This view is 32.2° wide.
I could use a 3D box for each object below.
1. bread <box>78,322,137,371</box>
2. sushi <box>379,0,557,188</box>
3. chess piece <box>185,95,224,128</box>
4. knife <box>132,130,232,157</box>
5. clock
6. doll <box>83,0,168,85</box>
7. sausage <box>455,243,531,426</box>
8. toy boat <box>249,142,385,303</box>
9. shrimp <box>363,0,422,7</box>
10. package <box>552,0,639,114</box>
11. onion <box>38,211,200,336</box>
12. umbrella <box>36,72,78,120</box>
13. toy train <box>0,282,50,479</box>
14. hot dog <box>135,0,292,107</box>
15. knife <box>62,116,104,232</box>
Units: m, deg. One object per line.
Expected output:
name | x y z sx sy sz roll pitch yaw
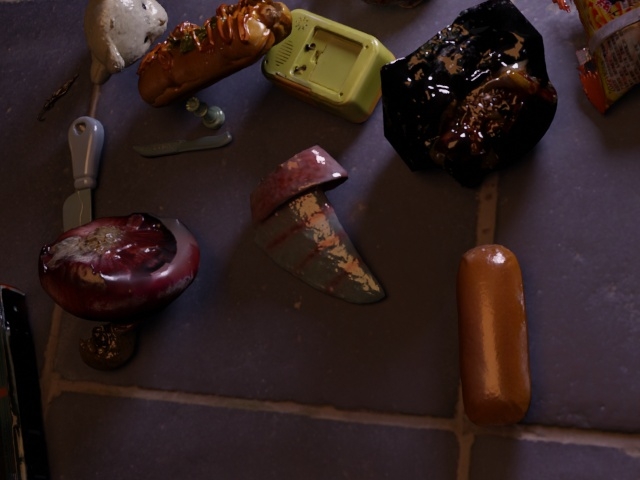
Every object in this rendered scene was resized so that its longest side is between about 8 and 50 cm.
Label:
bread | -0.377 0.187 1.963 0.113 0.060 0.082 -33 63 12
sushi | 0.240 -0.204 1.719 0.227 0.215 0.212 -32 69 -8
chess piece | -0.209 -0.230 1.975 0.042 0.093 0.042 -5 77 22
knife | -0.254 -0.173 2.026 0.210 0.015 0.028 -7 81 24
clock | 0.013 -0.298 1.890 0.202 0.096 0.143 28 92 29
doll | -0.360 -0.381 2.025 0.149 0.278 0.175 -12 96 -14
sausage | 0.259 0.141 1.659 0.105 0.105 0.274 -8 73 23
toy boat | 0.000 0.000 1.839 0.206 0.096 0.282 -37 77 19
shrimp | 0.155 -0.444 1.881 0.190 0.075 0.073 -19 50 25
package | 0.507 -0.346 1.670 0.288 0.108 0.223 -22 67 21
onion | -0.339 0.066 1.905 0.272 0.272 0.195 15 120 27
umbrella | -0.519 -0.285 2.179 0.022 0.013 0.122 42 95 15
toy train | -0.565 0.282 2.010 0.089 0.086 0.409 -21 69 21
hot dog | -0.193 -0.334 1.904 0.349 0.117 0.158 -16 24 49
knife | -0.451 -0.071 2.082 0.080 0.044 0.331 -4 78 23
